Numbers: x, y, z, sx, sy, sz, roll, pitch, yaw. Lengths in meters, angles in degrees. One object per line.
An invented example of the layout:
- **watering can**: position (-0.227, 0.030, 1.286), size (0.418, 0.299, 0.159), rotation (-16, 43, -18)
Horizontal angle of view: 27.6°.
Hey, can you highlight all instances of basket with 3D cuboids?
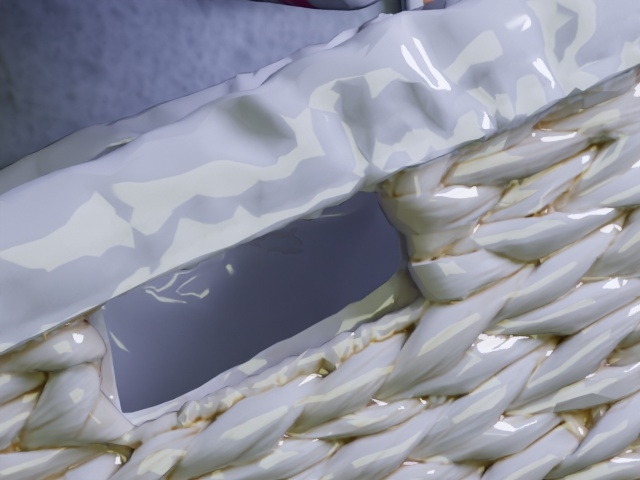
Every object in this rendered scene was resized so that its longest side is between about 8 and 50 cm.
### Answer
- **basket**: position (-0.023, 0.070, 0.506), size (0.328, 0.331, 0.266), rotation (-24, 98, -10)

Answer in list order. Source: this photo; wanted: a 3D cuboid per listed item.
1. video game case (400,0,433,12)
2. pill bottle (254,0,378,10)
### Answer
- **video game case**: position (0.158, -0.133, 0.735), size (0.227, 0.026, 0.206), rotation (-5, 90, -7)
- **pill bottle**: position (-0.102, -0.188, 0.530), size (0.283, 0.160, 0.160), rotation (10, 82, 20)
